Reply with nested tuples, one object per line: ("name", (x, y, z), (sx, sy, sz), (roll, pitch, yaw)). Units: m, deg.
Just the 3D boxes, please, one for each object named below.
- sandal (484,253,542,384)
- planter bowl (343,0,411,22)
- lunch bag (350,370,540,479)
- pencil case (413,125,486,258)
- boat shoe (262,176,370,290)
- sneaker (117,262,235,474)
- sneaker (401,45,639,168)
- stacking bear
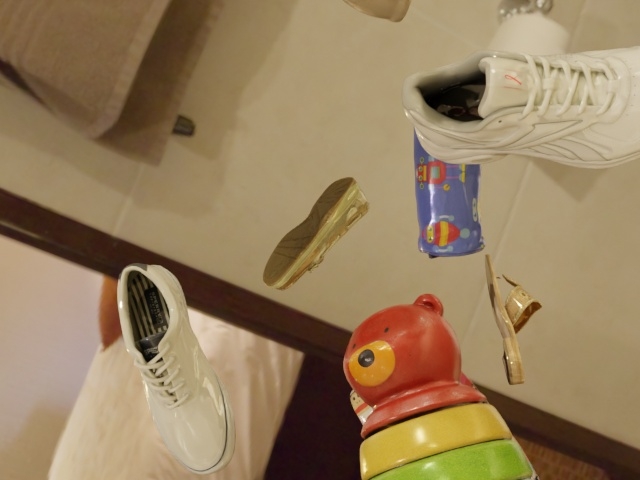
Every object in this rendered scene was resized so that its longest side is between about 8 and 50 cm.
("sandal", (0.333, 0.127, 1.305), (0.088, 0.079, 0.240), (74, -170, -53))
("planter bowl", (0.062, -0.381, 1.046), (0.162, 0.109, 0.162), (-176, 90, -80))
("lunch bag", (0.169, 0.281, 1.057), (0.120, 0.293, 0.258), (-43, -11, 16))
("pencil case", (0.224, -0.118, 1.341), (0.119, 0.133, 0.305), (1, 95, 39))
("boat shoe", (-0.001, 0.000, 0.827), (0.056, 0.048, 0.153), (1, 47, 50))
("sneaker", (-0.177, 0.145, 0.891), (0.094, 0.258, 0.091), (-28, -16, 7))
("sneaker", (0.168, -0.105, 0.594), (0.232, 0.115, 0.090), (-5, 80, 27))
("stacking bear", (0.101, 0.194, 0.700), (0.175, 0.164, 0.288), (-32, 62, 35))
